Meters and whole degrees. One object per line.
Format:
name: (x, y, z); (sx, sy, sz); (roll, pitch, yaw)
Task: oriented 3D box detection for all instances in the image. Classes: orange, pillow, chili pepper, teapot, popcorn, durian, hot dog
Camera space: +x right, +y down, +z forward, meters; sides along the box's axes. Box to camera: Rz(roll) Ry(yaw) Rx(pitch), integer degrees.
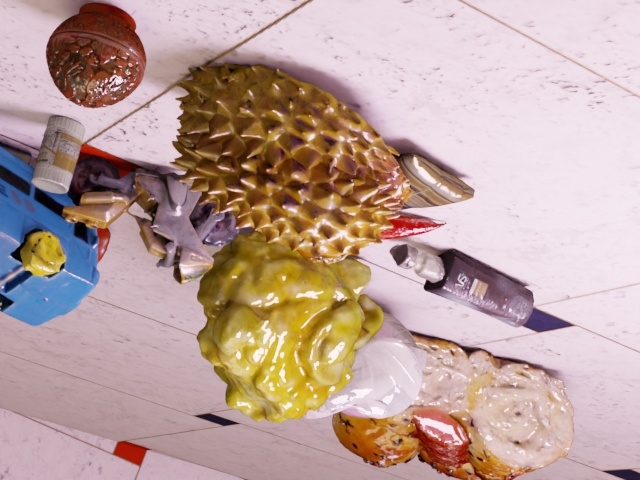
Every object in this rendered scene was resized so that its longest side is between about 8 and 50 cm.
orange: (0.000, 0.000, 1.777); (0.086, 0.062, 0.086); (14, 160, 5)
pillow: (0.066, -0.062, 1.594); (0.113, 0.038, 0.203); (28, 156, -38)
chili pepper: (0.067, -0.017, 1.713); (0.178, 0.027, 0.045); (4, 121, 6)
teapot: (0.045, 0.182, 2.020); (0.222, 0.163, 0.178); (6, -175, -15)
popcorn: (-0.051, 0.105, 1.868); (0.235, 0.241, 0.250); (12, 150, 30)
durian: (-0.035, -0.095, 1.438); (0.261, 0.153, 0.186); (10, 130, 7)
hot dog: (0.197, 0.302, 2.318); (0.367, 0.196, 0.365); (17, 164, -5)

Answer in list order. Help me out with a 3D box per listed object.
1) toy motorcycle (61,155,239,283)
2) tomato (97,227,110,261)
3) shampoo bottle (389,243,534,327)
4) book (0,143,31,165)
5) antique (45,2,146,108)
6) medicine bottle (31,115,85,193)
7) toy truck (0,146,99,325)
toy motorcycle: (-0.216, -0.023, 1.744); (0.229, 0.129, 0.094); (17, 162, -10)
tomato: (-0.387, 0.014, 2.019); (0.139, 0.091, 0.159); (25, 159, -29)
shampoo bottle: (0.185, 0.054, 1.817); (0.208, 0.057, 0.063); (25, 165, -26)
book: (-0.624, -0.095, 1.845); (0.428, 0.039, 0.300); (18, 146, -16)
antique: (-0.221, -0.178, 1.363); (0.104, 0.104, 0.104); (11, 161, 4)
medicine bottle: (-0.313, -0.102, 1.655); (0.047, 0.083, 0.047); (11, 161, 4)
toy truck: (-0.448, -0.043, 1.708); (0.161, 0.162, 0.385); (-32, 130, 31)
